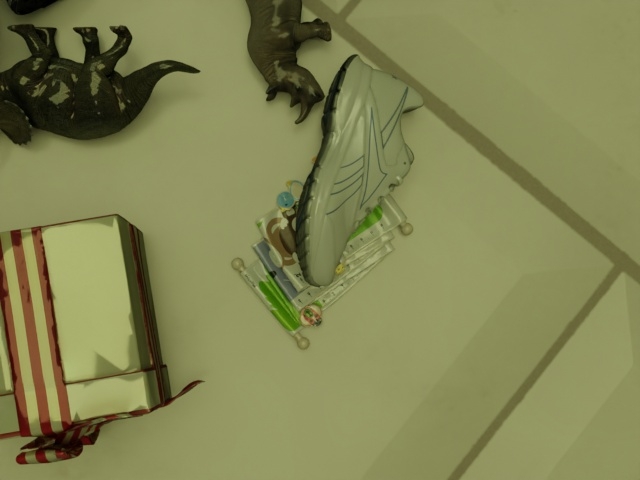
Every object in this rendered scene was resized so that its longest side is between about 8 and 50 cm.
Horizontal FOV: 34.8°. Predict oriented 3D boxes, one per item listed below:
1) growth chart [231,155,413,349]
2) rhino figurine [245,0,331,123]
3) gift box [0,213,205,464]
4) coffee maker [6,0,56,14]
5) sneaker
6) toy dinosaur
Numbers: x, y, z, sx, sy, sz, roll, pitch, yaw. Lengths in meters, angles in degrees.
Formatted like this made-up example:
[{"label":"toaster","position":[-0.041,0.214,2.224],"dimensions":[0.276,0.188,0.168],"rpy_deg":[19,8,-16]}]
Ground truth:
[{"label":"growth chart","position":[0.000,0.000,1.334],"dimensions":[0.172,0.021,0.237],"rpy_deg":[45,84,0]},{"label":"rhino figurine","position":[-0.043,-0.270,1.319],"dimensions":[0.106,0.073,0.243],"rpy_deg":[-6,89,-8]},{"label":"gift box","position":[-0.289,0.117,1.192],"dimensions":[0.276,0.255,0.258],"rpy_deg":[-9,86,2]},{"label":"coffee maker","position":[-0.369,-0.397,1.279],"dimensions":[0.171,0.120,0.178],"rpy_deg":[-41,91,-6]},{"label":"sneaker","position":[0.047,-0.081,1.282],"dimensions":[0.129,0.111,0.297],"rpy_deg":[17,86,-8]},{"label":"toy dinosaur","position":[-0.310,-0.191,1.291],"dimensions":[0.313,0.121,0.160],"rpy_deg":[0,99,-9]}]
